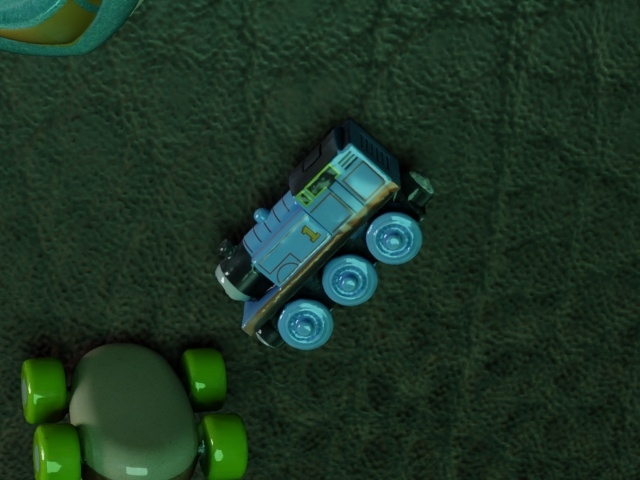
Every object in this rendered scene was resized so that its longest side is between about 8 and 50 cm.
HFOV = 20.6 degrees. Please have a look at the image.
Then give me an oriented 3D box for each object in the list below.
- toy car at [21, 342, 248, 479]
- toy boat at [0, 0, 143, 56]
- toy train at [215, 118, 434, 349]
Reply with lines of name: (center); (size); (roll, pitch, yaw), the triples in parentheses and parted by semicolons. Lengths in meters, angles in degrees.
toy car: (-0.153, 0.189, 1.383); (0.155, 0.149, 0.188); (-2, 128, -16)
toy boat: (-0.261, -0.174, 1.157); (0.318, 0.148, 0.267); (-20, 146, 16)
toy train: (0.000, 0.000, 1.336); (0.105, 0.080, 0.184); (42, 108, -13)
